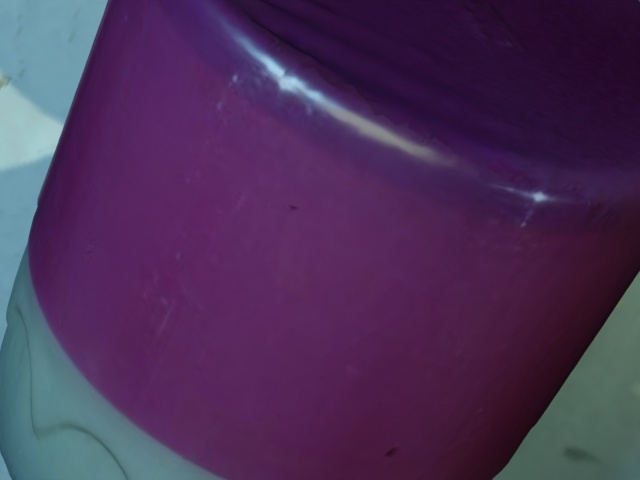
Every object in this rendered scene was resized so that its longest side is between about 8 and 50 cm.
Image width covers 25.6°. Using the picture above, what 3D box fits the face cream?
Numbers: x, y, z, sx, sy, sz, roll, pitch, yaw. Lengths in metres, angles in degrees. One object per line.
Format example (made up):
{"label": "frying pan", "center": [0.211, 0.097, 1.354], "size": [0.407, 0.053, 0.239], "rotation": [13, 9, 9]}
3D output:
{"label": "face cream", "center": [0.000, 0.000, 0.443], "size": [0.175, 0.175, 0.195], "rotation": [27, 125, 1]}
